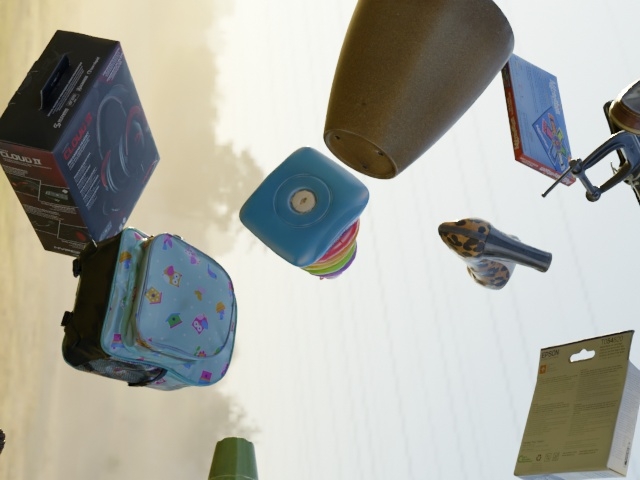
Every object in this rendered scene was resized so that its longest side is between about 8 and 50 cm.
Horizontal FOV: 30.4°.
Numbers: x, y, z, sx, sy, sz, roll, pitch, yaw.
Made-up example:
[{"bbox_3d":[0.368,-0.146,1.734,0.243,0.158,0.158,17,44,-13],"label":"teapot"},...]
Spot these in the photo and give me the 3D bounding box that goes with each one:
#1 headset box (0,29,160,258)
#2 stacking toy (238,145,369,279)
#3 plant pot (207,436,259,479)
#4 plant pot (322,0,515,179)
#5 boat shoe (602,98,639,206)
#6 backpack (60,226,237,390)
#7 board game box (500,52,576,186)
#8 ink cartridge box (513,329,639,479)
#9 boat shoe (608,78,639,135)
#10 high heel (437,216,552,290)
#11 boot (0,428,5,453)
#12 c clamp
[{"bbox_3d":[-0.351,-0.142,1.700,0.293,0.110,0.218,80,28,-53],"label":"headset box"},{"bbox_3d":[0.000,0.000,1.946,0.175,0.166,0.302,-47,156,-11],"label":"stacking toy"},{"bbox_3d":[-0.110,0.294,1.492,0.083,0.083,0.079,106,-12,-53],"label":"plant pot"},{"bbox_3d":[0.112,-0.221,1.660,0.254,0.237,0.237,-60,-179,-18],"label":"plant pot"},{"bbox_3d":[0.589,-0.145,2.200,0.095,0.079,0.254,-177,-106,-76],"label":"boat shoe"},{"bbox_3d":[-0.175,0.084,1.327,0.144,0.188,0.165,-15,-122,34],"label":"backpack"},{"bbox_3d":[0.427,-0.245,2.326,0.027,0.145,0.281,-42,-143,41],"label":"board game box"},{"bbox_3d":[0.404,0.261,1.825,0.223,0.045,0.224,-23,-135,58],"label":"ink cartridge box"},{"bbox_3d":[0.351,-0.155,1.153,0.064,0.178,0.060,46,-36,29],"label":"boat shoe"},{"bbox_3d":[0.241,0.011,1.926,0.261,0.186,0.093,161,-54,-72],"label":"high heel"},{"bbox_3d":[-0.532,0.360,1.773,0.084,0.059,0.158,-42,-163,43],"label":"boot"},{"bbox_3d":[0.362,-0.090,1.544,0.137,0.161,0.022,-44,-119,13],"label":"c clamp"}]
